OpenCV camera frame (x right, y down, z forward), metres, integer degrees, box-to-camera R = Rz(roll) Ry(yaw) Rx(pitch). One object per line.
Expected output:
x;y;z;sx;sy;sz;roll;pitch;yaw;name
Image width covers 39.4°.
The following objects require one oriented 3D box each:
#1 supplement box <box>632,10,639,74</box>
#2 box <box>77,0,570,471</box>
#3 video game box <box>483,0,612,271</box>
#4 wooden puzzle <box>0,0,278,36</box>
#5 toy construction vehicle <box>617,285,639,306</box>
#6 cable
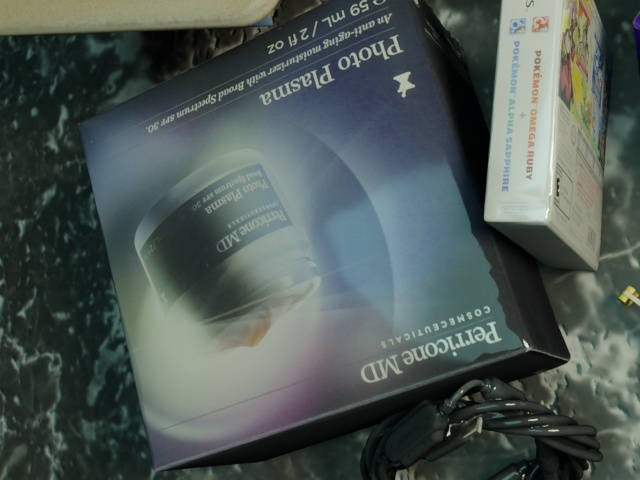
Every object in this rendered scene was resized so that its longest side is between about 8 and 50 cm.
0.346;-0.130;0.620;0.220;0.114;0.111;34;94;24;supplement box
0.000;0.000;0.711;0.296;0.183;0.293;-22;73;19;box
0.168;-0.084;0.637;0.048;0.205;0.187;5;82;26;video game box
-0.109;-0.257;0.792;0.322;0.080;0.347;4;39;25;wooden puzzle
0.283;0.046;0.656;0.098;0.035;0.086;45;99;24;toy construction vehicle
0.113;0.161;0.657;0.184;0.151;0.047;124;154;-44;cable
